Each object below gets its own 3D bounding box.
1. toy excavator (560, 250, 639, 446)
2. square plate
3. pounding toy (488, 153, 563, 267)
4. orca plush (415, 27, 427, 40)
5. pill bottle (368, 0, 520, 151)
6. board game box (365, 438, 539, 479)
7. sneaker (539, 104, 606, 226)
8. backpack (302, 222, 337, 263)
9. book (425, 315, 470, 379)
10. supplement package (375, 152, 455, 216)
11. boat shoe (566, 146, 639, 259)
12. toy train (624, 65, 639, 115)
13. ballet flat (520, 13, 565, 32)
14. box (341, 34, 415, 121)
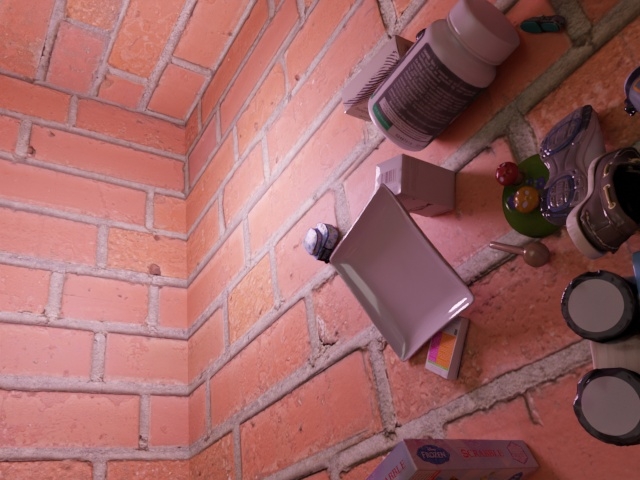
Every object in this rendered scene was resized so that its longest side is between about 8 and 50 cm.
[{"bbox_3d":[0.596,0.074,0.801,0.445,0.222,0.433,-18,63,40],"label":"toy excavator"},{"bbox_3d":[0.191,0.085,1.420,0.347,0.049,0.344,54,142,18],"label":"square plate"},{"bbox_3d":[0.419,-0.079,1.194,0.183,0.110,0.237,31,105,58],"label":"pounding toy"},{"bbox_3d":[0.317,-0.486,1.567,0.151,0.102,0.287,35,131,10],"label":"orca plush"},{"bbox_3d":[0.297,-0.406,1.419,0.361,0.204,0.204,-45,43,43],"label":"pill bottle"},{"bbox_3d":[0.211,0.505,1.125,0.319,0.318,0.066,-58,36,29],"label":"board game box"},{"bbox_3d":[0.496,-0.130,1.094,0.111,0.129,0.297,-29,37,55],"label":"sneaker"},{"bbox_3d":[0.000,0.000,1.880,0.114,0.084,0.105,-63,36,18],"label":"backpack"},{"bbox_3d":[0.296,0.245,1.358,0.096,0.035,0.144,12,89,62],"label":"book"},{"bbox_3d":[0.239,-0.134,1.441,0.105,0.179,0.105,-19,64,55],"label":"supplement package"},{"bbox_3d":[0.497,-0.079,0.944,0.305,0.109,0.091,-43,2,-42],"label":"boat shoe"},{"bbox_3d":[0.562,-0.209,0.811,0.190,0.142,0.334,-46,25,25],"label":"toy train"},{"bbox_3d":[0.500,-0.486,1.284,0.114,0.041,0.041,35,109,57],"label":"ballet flat"},{"bbox_3d":[0.185,-0.479,1.721,0.275,0.113,0.094,-39,49,48],"label":"box"}]
